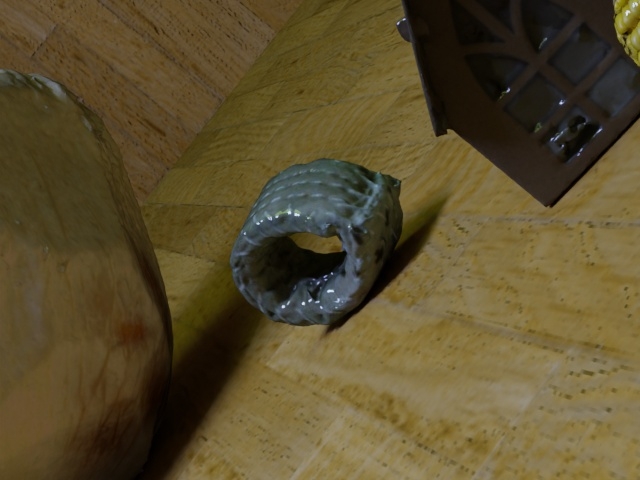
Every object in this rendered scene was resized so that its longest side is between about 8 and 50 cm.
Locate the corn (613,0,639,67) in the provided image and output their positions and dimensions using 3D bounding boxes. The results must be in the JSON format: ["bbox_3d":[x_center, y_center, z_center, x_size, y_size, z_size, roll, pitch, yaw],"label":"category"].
[{"bbox_3d":[0.193,-0.124,0.758,0.203,0.072,0.072,-36,18,52],"label":"corn"}]

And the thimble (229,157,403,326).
[{"bbox_3d":[0.000,0.000,1.138,0.110,0.084,0.062,-26,26,40],"label":"thimble"}]

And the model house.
[{"bbox_3d":[0.068,-0.169,0.959,0.176,0.248,0.181,-48,11,17],"label":"model house"}]

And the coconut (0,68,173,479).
[{"bbox_3d":[-0.275,0.082,1.371,0.345,0.415,0.415,-17,32,48],"label":"coconut"}]
